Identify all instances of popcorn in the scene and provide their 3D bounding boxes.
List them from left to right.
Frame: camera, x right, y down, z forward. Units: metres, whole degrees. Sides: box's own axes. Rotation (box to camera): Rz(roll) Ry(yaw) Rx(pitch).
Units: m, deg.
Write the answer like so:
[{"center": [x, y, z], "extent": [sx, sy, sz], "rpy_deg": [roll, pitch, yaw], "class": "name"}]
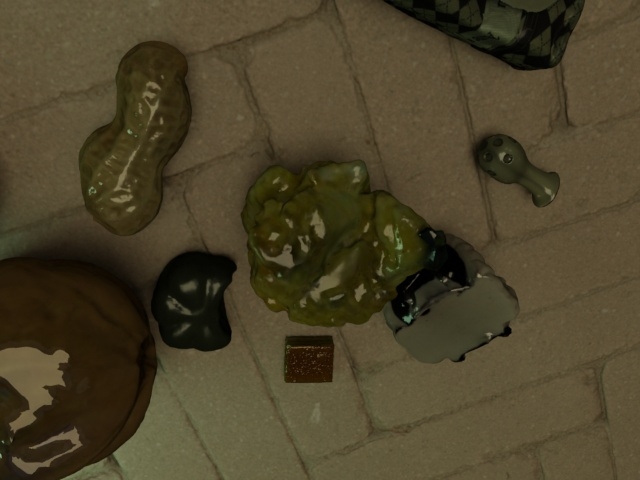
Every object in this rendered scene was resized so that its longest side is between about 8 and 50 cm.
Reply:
[{"center": [-0.002, -0.003, 0.827], "extent": [0.293, 0.237, 0.292], "rpy_deg": [-2, 114, -5], "class": "popcorn"}]

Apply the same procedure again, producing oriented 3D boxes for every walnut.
[{"center": [-0.437, 0.192, 0.793], "extent": [0.384, 0.383, 0.383], "rpy_deg": [-3, 110, -7], "class": "walnut"}]

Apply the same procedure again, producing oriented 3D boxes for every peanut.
[{"center": [-0.278, -0.151, 0.796], "extent": [0.136, 0.120, 0.298], "rpy_deg": [20, 103, -20], "class": "peanut"}]

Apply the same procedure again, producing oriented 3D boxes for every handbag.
[{"center": [0.210, -0.461, 0.730], "extent": [0.416, 0.180, 0.316], "rpy_deg": [18, 104, -21], "class": "handbag"}]

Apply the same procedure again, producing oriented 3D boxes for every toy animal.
[{"center": [0.228, 0.102, 0.943], "extent": [0.208, 0.156, 0.204], "rpy_deg": [-38, 115, 24], "class": "toy animal"}]

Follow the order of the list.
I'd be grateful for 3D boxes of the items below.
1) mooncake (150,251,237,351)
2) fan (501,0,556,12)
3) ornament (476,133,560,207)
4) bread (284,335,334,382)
[{"center": [-0.205, 0.109, 0.911], "extent": [0.169, 0.104, 0.175], "rpy_deg": [-29, 115, -3], "class": "mooncake"}, {"center": [0.340, -0.412, 0.709], "extent": [0.310, 0.010, 0.182], "rpy_deg": [-15, 110, -16], "class": "fan"}, {"center": [0.339, -0.125, 0.921], "extent": [0.156, 0.081, 0.074], "rpy_deg": [27, 70, -20], "class": "ornament"}, {"center": [-0.022, 0.231, 1.015], "extent": [0.095, 0.035, 0.090], "rpy_deg": [1, 110, -9], "class": "bread"}]
